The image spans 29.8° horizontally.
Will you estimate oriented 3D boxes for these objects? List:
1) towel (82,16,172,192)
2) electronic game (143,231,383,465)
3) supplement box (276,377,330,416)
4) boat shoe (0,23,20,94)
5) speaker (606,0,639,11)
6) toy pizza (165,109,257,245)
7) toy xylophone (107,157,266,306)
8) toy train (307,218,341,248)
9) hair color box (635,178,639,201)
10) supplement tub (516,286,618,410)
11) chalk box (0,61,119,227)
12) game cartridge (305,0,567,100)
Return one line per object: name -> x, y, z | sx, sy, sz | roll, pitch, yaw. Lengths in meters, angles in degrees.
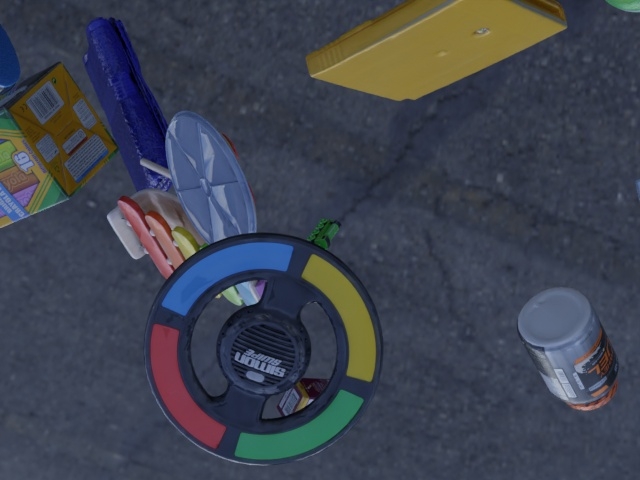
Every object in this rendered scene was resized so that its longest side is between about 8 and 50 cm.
towel -> -0.334, -0.230, 2.146 | 0.076, 0.308, 0.227 | -22, 176, -15
electronic game -> -0.054, 0.105, 1.145 | 0.229, 0.048, 0.229 | 0, 101, -1
supplement box -> -0.006, 0.213, 1.579 | 0.083, 0.043, 0.055 | 8, 121, -36
boat shoe -> -0.499, -0.290, 1.592 | 0.089, 0.109, 0.258 | -39, 86, 33
speaker -> 0.369, -0.382, 1.508 | 0.131, 0.131, 0.296 | -10, 167, 29
toy pizza -> -0.134, -0.073, 1.530 | 0.201, 0.032, 0.201 | 39, 143, 38
toy xylophone -> -0.186, -0.001, 1.787 | 0.323, 0.081, 0.236 | 19, 150, 40
toy train -> 0.000, 0.000, 1.216 | 0.024, 0.083, 0.017 | -6, 116, 26
hair color box -> 0.552, -0.064, 1.281 | 0.185, 0.113, 0.374 | -7, 172, -39
supplement tub -> 0.376, 0.167, 1.797 | 0.117, 0.117, 0.190 | -8, 138, 27
chalk box -> -0.516, -0.137, 1.970 | 0.289, 0.180, 0.179 | -19, 114, 33
game cartridge -> 0.184, -0.317, 1.894 | 0.324, 0.052, 0.285 | -21, 164, 34
